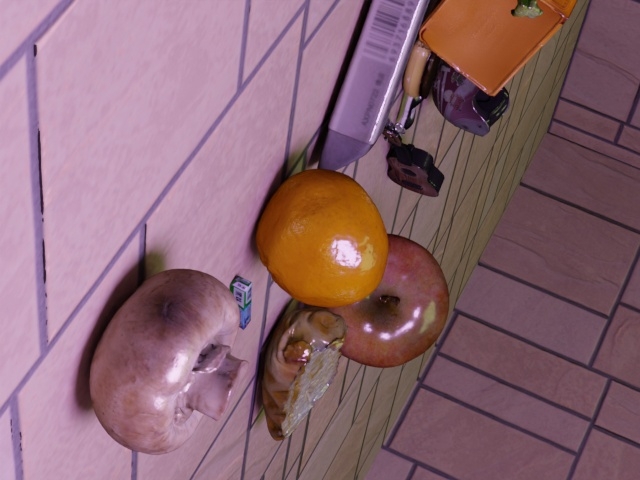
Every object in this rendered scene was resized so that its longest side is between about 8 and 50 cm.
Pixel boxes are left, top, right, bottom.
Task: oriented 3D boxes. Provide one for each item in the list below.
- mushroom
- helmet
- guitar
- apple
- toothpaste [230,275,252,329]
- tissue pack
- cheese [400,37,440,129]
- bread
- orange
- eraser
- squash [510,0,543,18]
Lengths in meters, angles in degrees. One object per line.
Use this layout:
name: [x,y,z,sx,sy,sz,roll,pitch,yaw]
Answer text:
mushroom: [-0.128,0.109,1.332,0.166,0.127,0.166,-58,171,-14]
helmet: [0.223,-0.248,2.318,0.153,0.107,0.177,-42,134,-59]
guitar: [0.122,-0.125,2.191,0.271,0.083,0.038,53,57,-70]
apple: [0.084,0.082,2.107,0.174,0.188,0.188,44,70,-84]
toothpaste: [-0.089,0.070,1.700,0.017,0.020,0.083,-55,165,-30]
tissue pack: [0.268,-0.363,2.068,0.194,0.145,0.274,-51,-174,50]
cheese: [0.137,-0.220,2.132,0.086,0.036,0.162,-59,167,-46]
bread: [-0.028,0.167,2.020,0.128,0.088,0.232,-39,160,-26]
orange: [0.000,0.000,1.672,0.136,0.159,0.159,-26,161,-6]
eraser: [0.077,-0.233,1.750,0.089,0.061,0.352,-56,166,-71]
squash: [0.261,-0.440,1.910,0.101,0.101,0.379,87,6,-66]
